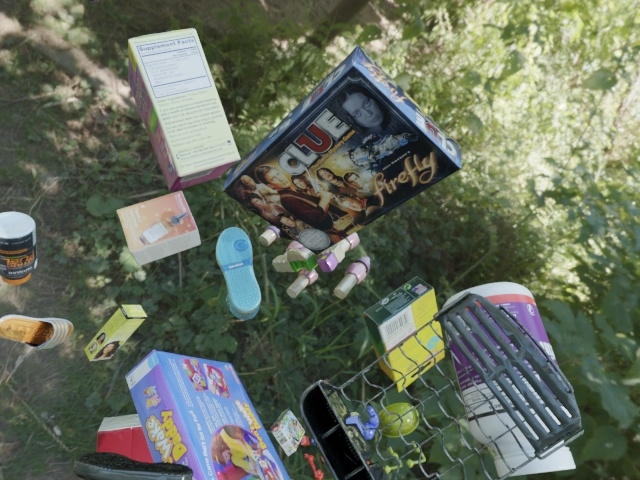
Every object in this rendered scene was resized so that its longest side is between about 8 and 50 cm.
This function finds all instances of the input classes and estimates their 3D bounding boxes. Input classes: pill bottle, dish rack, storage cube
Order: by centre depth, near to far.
[{"bbox_3d":[0.135,0.195,0.503,0.208,0.271,0.074,55,8,23],"label":"dish rack"},{"bbox_3d":[0.348,0.253,0.829,0.181,0.181,0.323,19,52,-37],"label":"pill bottle"},{"bbox_3d":[-0.558,0.631,1.317,0.183,0.215,0.193,1,82,-20],"label":"storage cube"},{"bbox_3d":[-1.018,0.035,1.476,0.130,0.246,0.130,16,38,-13],"label":"pill bottle"}]

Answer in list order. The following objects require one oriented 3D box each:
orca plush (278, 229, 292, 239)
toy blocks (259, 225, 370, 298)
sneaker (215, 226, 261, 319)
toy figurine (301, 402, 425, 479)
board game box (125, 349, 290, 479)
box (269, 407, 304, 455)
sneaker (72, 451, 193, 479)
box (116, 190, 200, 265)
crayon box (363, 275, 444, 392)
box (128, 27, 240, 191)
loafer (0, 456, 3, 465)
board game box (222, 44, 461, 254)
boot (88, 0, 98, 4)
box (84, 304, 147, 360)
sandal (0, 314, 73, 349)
[{"bbox_3d":[0.003,-0.111,1.156,0.102,0.151,0.287,24,55,14],"label":"orca plush"},{"bbox_3d":[0.000,0.000,1.475,0.260,0.288,0.309,-46,118,-39],"label":"toy blocks"},{"bbox_3d":[-0.288,0.129,1.546,0.127,0.208,0.319,-7,63,-14],"label":"sneaker"},{"bbox_3d":[0.106,0.560,1.239,0.217,0.362,0.191,66,12,-58],"label":"toy figurine"},{"bbox_3d":[-0.185,0.371,0.797,0.347,0.078,0.233,52,8,33],"label":"board game box"},{"bbox_3d":[-0.119,0.700,1.637,0.114,0.036,0.207,53,2,8],"label":"box"},{"bbox_3d":[-0.217,0.315,0.534,0.170,0.051,0.089,10,83,-5],"label":"sneaker"},{"bbox_3d":[-0.420,-0.033,1.162,0.170,0.091,0.130,-21,69,-18],"label":"box"},{"bbox_3d":[0.258,0.287,1.328,0.202,0.081,0.319,-31,126,-17],"label":"crayon box"},{"bbox_3d":[-0.271,-0.237,0.862,0.117,0.213,0.243,-21,97,-22],"label":"box"},{"bbox_3d":[-1.020,0.621,1.249,0.220,0.080,0.078,34,38,-29],"label":"loafer"},{"bbox_3d":[0.016,-0.085,0.531,0.165,0.243,0.042,35,45,-24],"label":"board game box"},{"bbox_3d":[-0.431,-0.524,0.659,0.263,0.091,0.229,39,36,-64],"label":"boot"},{"bbox_3d":[-0.719,0.324,1.560,0.058,0.232,0.087,48,14,23],"label":"box"},{"bbox_3d":[-0.890,0.299,1.406,0.102,0.076,0.265,-65,157,-7],"label":"sandal"}]
